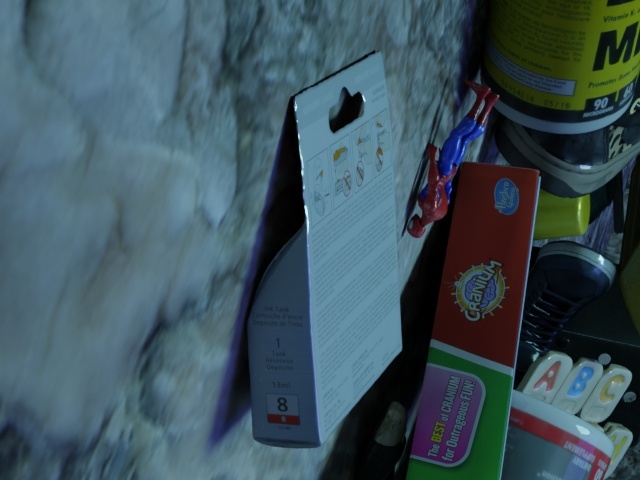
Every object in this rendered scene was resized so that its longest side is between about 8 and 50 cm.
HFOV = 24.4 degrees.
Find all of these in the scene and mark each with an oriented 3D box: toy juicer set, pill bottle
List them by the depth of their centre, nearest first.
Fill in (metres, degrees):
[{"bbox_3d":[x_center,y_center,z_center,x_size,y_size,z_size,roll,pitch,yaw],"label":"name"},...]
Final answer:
[{"bbox_3d":[0.181,-0.188,1.047,0.208,0.119,0.119,92,21,-46],"label":"pill bottle"},{"bbox_3d":[0.145,0.283,1.363,0.283,0.161,0.161,-66,165,-8],"label":"pill bottle"},{"bbox_3d":[0.262,-0.106,1.552,0.329,0.090,0.209,-5,96,-68],"label":"toy juicer set"}]

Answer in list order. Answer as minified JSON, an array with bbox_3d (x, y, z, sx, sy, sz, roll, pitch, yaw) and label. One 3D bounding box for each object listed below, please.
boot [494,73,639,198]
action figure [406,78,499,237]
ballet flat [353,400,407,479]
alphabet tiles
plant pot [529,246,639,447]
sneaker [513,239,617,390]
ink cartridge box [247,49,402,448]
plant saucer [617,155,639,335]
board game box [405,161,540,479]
[{"bbox_3d":[0.317,-0.220,1.296,0.377,0.138,0.284,-35,160,-44],"label":"boot"},{"bbox_3d":[0.088,-0.055,1.037,0.115,0.030,0.038,-68,161,1],"label":"action figure"},{"bbox_3d":[0.051,0.191,1.143,0.057,0.049,0.173,-53,156,-49],"label":"ballet flat"},{"bbox_3d":[0.221,0.245,1.573,0.284,0.021,0.278,15,109,-45],"label":"alphabet tiles"},{"bbox_3d":[0.313,0.137,1.726,0.167,0.188,0.187,-74,176,-69],"label":"plant pot"},{"bbox_3d":[0.226,0.099,1.544,0.163,0.086,0.226,-65,-176,-22],"label":"sneaker"},{"bbox_3d":[0.000,0.000,0.781,0.145,0.045,0.179,-40,126,-64],"label":"ink cartridge box"},{"bbox_3d":[0.403,-0.090,1.540,0.332,0.081,0.332,-67,-179,-55],"label":"plant saucer"},{"bbox_3d":[0.116,0.134,1.169,0.242,0.064,0.316,89,12,-52],"label":"board game box"}]
